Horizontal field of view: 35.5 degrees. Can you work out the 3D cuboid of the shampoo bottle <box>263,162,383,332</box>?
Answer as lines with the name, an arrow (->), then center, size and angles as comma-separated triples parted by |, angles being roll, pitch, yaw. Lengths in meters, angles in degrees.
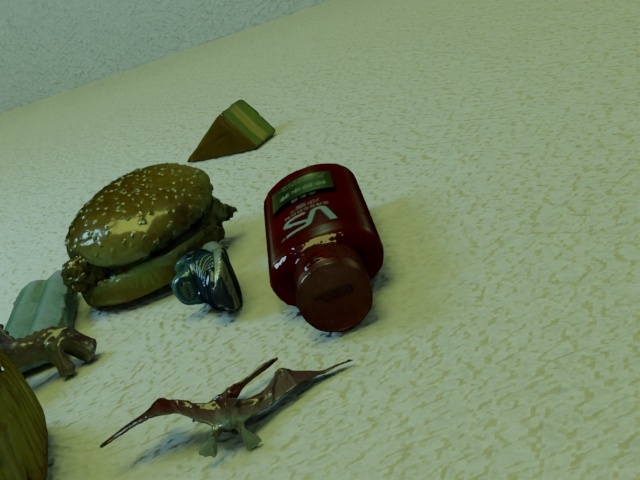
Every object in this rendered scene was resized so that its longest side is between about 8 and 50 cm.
shampoo bottle -> 0.000, -0.001, 1.037 | 0.118, 0.076, 0.314 | -18, 20, 2

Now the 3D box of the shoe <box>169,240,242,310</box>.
shoe -> -0.125, 0.043, 1.076 | 0.071, 0.063, 0.143 | -25, 17, -10

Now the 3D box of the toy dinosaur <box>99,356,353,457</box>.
toy dinosaur -> -0.075, 0.138, 0.825 | 0.220, 0.032, 0.108 | -14, 15, -7

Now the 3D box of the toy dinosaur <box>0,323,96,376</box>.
toy dinosaur -> -0.377, 0.082, 1.069 | 0.251, 0.072, 0.200 | 36, 54, 26

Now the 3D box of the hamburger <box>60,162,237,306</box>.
hamburger -> -0.222, -0.008, 1.225 | 0.189, 0.122, 0.215 | -4, 29, 36

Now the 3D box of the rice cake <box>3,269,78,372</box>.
rice cake -> -0.335, 0.095, 1.194 | 0.085, 0.040, 0.226 | -24, 20, 0

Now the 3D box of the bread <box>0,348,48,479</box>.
bread -> -0.355, 0.181, 0.852 | 0.227, 0.142, 0.253 | -29, 18, -15

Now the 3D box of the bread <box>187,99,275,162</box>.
bread -> -0.154, -0.161, 1.708 | 0.139, 0.084, 0.074 | -46, 1, 41
